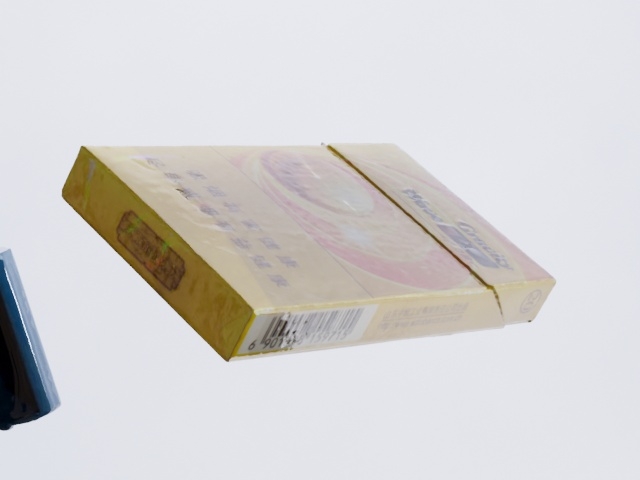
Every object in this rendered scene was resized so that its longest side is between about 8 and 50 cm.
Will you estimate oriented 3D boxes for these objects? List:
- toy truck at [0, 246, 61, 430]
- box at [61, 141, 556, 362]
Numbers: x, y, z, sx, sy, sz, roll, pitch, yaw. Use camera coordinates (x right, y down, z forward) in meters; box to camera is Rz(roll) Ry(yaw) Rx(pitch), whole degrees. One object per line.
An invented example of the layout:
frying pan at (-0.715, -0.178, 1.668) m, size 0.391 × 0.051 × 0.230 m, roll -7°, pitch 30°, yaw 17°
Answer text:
toy truck at (-0.357, 0.113, 1.217) m, size 0.367 × 0.175 × 0.146 m, roll -17°, pitch -82°, yaw -11°
box at (0.000, 0.000, 1.073) m, size 0.152 × 0.269 × 0.043 m, roll 44°, pitch -62°, yaw 31°
